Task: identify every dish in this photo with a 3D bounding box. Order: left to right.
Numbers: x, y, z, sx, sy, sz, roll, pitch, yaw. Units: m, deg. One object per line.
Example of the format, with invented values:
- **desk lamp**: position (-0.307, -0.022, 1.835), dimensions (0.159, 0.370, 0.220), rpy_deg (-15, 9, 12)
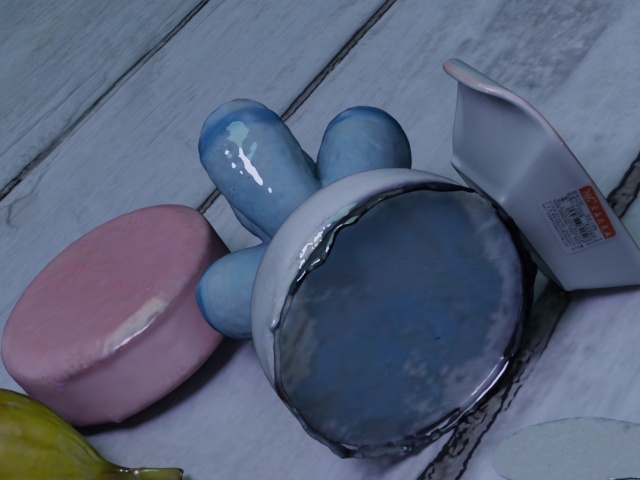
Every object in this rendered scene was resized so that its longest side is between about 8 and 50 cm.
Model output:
- **dish**: position (0.163, -0.047, 0.998), dimensions (0.064, 0.234, 0.154), rpy_deg (-41, 33, 1)

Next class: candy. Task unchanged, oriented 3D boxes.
- **candy**: position (-0.198, 0.074, 1.201), dimensions (0.255, 0.094, 0.255), rpy_deg (-23, 32, 16)

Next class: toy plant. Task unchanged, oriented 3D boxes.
- **toy plant**: position (0.000, 0.000, 1.046), dimensions (0.247, 0.247, 0.332), rpy_deg (-35, 35, -9)

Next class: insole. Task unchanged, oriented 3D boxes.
- **insole**: position (0.218, 0.153, 0.893), dimensions (0.197, 0.004, 0.065), rpy_deg (-7, 40, 29)

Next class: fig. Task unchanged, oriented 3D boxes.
- **fig**: position (-0.242, 0.200, 1.070), dimensions (0.257, 0.159, 0.159), rpy_deg (0, 41, 10)
